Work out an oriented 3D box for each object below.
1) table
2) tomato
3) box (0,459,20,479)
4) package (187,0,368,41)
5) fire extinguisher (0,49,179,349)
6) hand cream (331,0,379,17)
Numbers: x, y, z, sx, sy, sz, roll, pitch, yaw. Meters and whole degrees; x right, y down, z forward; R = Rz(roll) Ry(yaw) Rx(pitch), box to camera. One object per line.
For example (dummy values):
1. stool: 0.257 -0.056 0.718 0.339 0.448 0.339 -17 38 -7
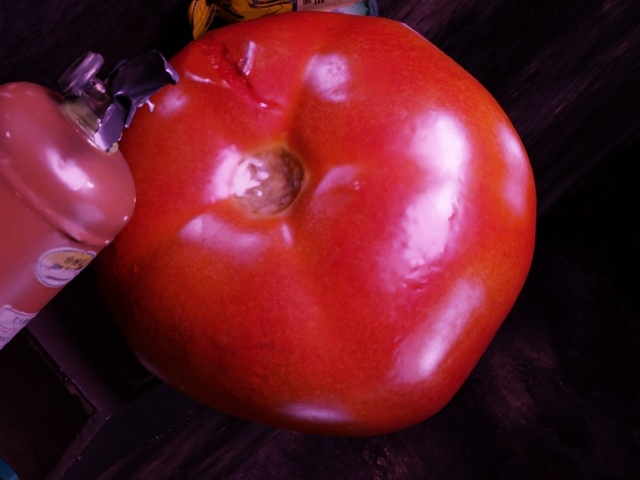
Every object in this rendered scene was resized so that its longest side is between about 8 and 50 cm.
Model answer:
1. table: -0.178 0.071 1.317 0.193 0.169 0.172 -30 164 -49
2. tomato: 0.000 0.000 1.181 0.298 0.298 0.226 -42 157 -3
3. box: -0.253 0.186 1.893 0.161 0.042 0.226 -45 171 5
4. package: -0.031 -0.175 1.188 0.131 0.047 0.071 -16 164 -4
5. fire extinguisher: -0.224 -0.004 1.084 0.376 0.113 0.200 -43 -147 13
6. hand cream: -0.062 -0.094 1.418 0.121 0.076 0.336 -27 169 -42
